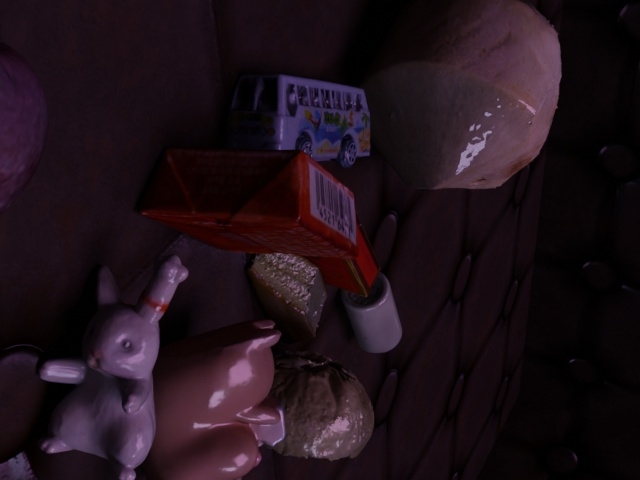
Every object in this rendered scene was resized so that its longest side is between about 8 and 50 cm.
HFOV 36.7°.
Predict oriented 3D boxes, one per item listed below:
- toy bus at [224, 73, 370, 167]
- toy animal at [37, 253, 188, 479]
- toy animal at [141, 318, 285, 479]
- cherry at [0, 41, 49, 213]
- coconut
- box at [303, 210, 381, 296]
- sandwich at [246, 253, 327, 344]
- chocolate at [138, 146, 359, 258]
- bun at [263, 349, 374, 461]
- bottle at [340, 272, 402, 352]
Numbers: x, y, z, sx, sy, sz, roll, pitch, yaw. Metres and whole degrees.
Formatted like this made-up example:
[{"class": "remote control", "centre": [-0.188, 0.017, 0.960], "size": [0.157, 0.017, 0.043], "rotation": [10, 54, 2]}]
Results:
[{"class": "toy bus", "centre": [-0.026, -0.183, 1.502], "size": [0.329, 0.109, 0.136], "rotation": [-10, 105, -64]}, {"class": "toy animal", "centre": [-0.256, 0.149, 1.183], "size": [0.138, 0.140, 0.282], "rotation": [-42, 146, -64]}, {"class": "toy animal", "centre": [-0.157, 0.250, 1.376], "size": [0.195, 0.213, 0.256], "rotation": [-165, -109, -76]}, {"class": "cherry", "centre": [-0.331, -0.095, 0.798], "size": [0.266, 0.183, 0.213], "rotation": [-59, 148, 5]}, {"class": "coconut", "centre": [0.256, -0.254, 1.771], "size": [0.415, 0.344, 0.415], "rotation": [14, 90, -69]}, {"class": "box", "centre": [0.001, -0.001, 1.616], "size": [0.074, 0.153, 0.240], "rotation": [-60, 154, -17]}, {"class": "sandwich", "centre": [-0.046, 0.097, 1.661], "size": [0.258, 0.096, 0.094], "rotation": [70, 38, -58]}, {"class": "chocolate", "centre": [-0.086, -0.048, 1.316], "size": [0.237, 0.234, 0.108], "rotation": [27, 67, -65]}, {"class": "bun", "centre": [-0.024, 0.267, 1.637], "size": [0.259, 0.259, 0.152], "rotation": [7, 95, -66]}, {"class": "bottle", "centre": [0.113, 0.164, 2.030], "size": [0.104, 0.104, 0.245], "rotation": [-61, 154, -26]}]
